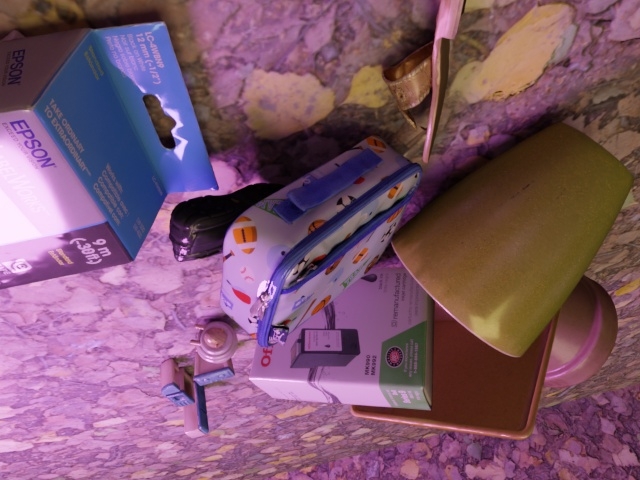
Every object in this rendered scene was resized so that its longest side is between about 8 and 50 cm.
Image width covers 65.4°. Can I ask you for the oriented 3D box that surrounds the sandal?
[{"bbox_3d":[0.113,-0.205,0.590,0.079,0.088,0.239,14,138,12],"label":"sandal"}]

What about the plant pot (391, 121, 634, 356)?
[{"bbox_3d":[0.308,-0.023,0.764,0.275,0.274,0.293,23,115,-42],"label":"plant pot"}]

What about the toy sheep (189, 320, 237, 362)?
[{"bbox_3d":[-0.210,0.206,1.006,0.091,0.091,0.132,-11,159,-6],"label":"toy sheep"}]

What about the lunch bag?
[{"bbox_3d":[0.000,0.000,0.663,0.303,0.115,0.243,-38,161,-34],"label":"lunch bag"}]

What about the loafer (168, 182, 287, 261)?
[{"bbox_3d":[-0.104,-0.027,0.680,0.223,0.076,0.078,-19,135,-44],"label":"loafer"}]

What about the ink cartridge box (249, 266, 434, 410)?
[{"bbox_3d":[0.044,0.165,0.861,0.290,0.211,0.121,-3,148,18],"label":"ink cartridge box"}]

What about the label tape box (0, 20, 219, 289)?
[{"bbox_3d":[-0.302,-0.069,0.530,0.348,0.115,0.249,-10,146,-4],"label":"label tape box"}]

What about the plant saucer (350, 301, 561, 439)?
[{"bbox_3d":[0.262,0.219,0.911,0.333,0.332,0.081,-9,123,42],"label":"plant saucer"}]

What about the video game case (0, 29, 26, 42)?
[{"bbox_3d":[-0.315,-0.133,0.551,0.143,0.019,0.157,-27,144,16],"label":"video game case"}]

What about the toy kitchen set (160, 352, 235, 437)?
[{"bbox_3d":[-0.259,0.353,1.152,0.166,0.122,0.207,-15,145,0],"label":"toy kitchen set"}]

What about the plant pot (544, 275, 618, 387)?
[{"bbox_3d":[0.449,0.158,1.078,0.230,0.262,0.263,26,130,-21],"label":"plant pot"}]
